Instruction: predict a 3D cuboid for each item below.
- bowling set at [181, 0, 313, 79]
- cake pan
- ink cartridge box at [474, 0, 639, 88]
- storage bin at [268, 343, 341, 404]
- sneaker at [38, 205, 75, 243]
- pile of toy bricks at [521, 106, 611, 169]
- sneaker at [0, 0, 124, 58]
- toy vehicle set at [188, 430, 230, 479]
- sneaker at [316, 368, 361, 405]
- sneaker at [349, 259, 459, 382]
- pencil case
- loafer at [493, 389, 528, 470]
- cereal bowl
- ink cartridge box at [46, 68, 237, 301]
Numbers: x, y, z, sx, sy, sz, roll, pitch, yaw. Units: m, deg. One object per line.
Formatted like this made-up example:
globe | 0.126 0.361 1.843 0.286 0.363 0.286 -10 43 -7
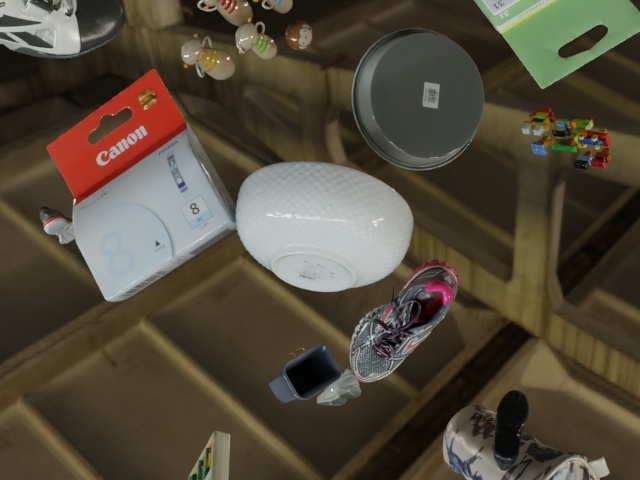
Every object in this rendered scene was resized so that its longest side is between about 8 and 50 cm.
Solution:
bowling set | -0.118 -0.427 1.452 0.200 0.286 0.154 15 -177 22
cake pan | 0.209 -0.290 1.597 0.293 0.293 0.054 -16 -174 -17
ink cartridge box | 0.322 -0.348 1.106 0.171 0.056 0.235 -31 -124 10
storage bin | -0.043 0.281 1.640 0.135 0.098 0.091 -24 171 -45
sneaker | -0.578 -0.042 1.747 0.061 0.158 0.065 -35 -103 -7
pile of toy bricks | 0.581 -0.244 1.792 0.212 0.118 0.105 19 -120 46
sneaker | -0.431 -0.351 1.128 0.331 0.146 0.122 -8 -111 -34
toy vehicle set | -0.226 0.531 1.544 0.035 0.166 0.266 17 -146 -17
sneaker | 0.042 0.333 1.769 0.054 0.152 0.061 13 -122 -30
sneaker | 0.154 0.166 1.553 0.121 0.299 0.112 35 -160 -2
pencil case | 0.406 0.464 1.630 0.184 0.159 0.410 -21 -170 -16
loafer | 0.368 0.370 1.539 0.062 0.061 0.170 15 -134 18
cereal bowl | 0.000 0.000 1.473 0.339 0.339 0.141 3 -119 13
ink cartridge box | -0.379 -0.117 1.589 0.308 0.385 0.091 -32 171 12
